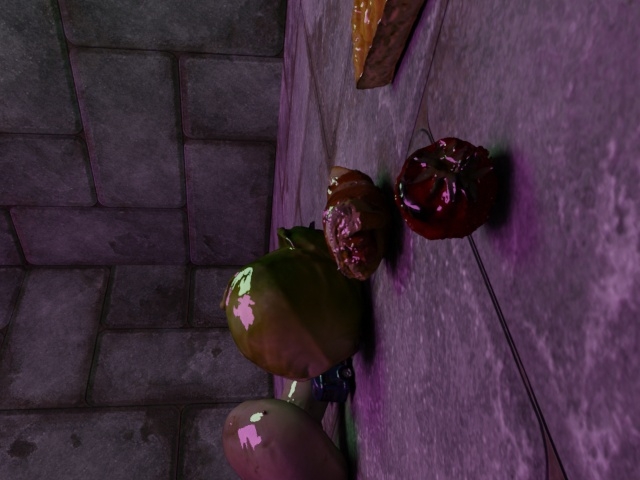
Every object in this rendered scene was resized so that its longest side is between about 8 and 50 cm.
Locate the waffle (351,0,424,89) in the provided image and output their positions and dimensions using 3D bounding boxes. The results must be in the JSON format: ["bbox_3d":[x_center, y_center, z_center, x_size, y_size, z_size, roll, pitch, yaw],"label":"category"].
[{"bbox_3d":[0.096,-0.357,0.833,0.274,0.057,0.168,111,158,-66],"label":"waffle"}]

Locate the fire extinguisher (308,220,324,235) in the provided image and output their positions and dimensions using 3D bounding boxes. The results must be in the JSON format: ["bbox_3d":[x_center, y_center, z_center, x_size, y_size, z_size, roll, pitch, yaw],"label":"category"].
[{"bbox_3d":[0.000,0.000,1.393,0.267,0.072,0.089,-163,67,-81],"label":"fire extinguisher"}]

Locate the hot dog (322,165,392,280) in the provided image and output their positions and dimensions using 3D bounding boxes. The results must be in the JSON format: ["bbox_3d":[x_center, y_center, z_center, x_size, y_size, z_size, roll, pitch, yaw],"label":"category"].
[{"bbox_3d":[0.063,-0.036,0.930,0.213,0.103,0.146,-86,-19,-52],"label":"hot dog"}]

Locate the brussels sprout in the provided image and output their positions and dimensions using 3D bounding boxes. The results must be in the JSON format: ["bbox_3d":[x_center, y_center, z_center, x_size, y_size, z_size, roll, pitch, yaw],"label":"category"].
[{"bbox_3d":[-0.047,0.119,1.100,0.294,0.259,0.227,59,166,24],"label":"brussels sprout"}]

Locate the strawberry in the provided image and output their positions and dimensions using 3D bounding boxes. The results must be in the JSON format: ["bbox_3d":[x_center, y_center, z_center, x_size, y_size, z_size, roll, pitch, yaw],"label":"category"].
[{"bbox_3d":[0.121,-0.044,0.562,0.106,0.106,0.106,180,90,-81],"label":"strawberry"}]

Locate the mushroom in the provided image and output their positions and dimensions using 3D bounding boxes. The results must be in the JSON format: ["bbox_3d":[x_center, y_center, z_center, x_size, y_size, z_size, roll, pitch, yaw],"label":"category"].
[{"bbox_3d":[-0.045,0.410,1.267,0.290,0.292,0.293,-52,-14,-32],"label":"mushroom"}]

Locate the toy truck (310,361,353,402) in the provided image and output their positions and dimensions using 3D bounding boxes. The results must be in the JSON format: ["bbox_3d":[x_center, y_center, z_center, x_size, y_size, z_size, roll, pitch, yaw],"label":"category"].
[{"bbox_3d":[0.014,0.235,1.237,0.074,0.088,0.202,102,165,-47],"label":"toy truck"}]
